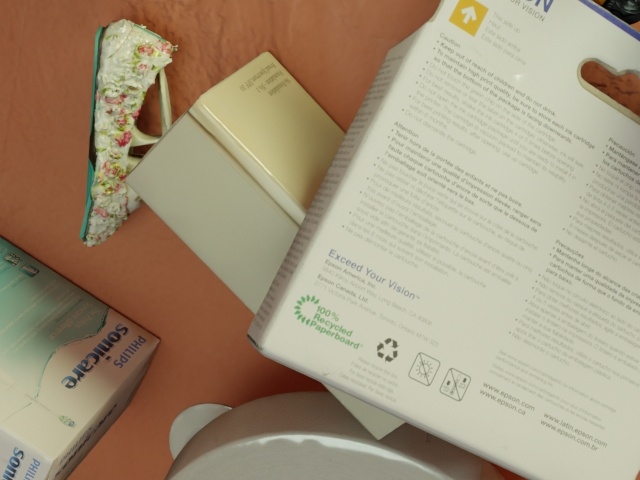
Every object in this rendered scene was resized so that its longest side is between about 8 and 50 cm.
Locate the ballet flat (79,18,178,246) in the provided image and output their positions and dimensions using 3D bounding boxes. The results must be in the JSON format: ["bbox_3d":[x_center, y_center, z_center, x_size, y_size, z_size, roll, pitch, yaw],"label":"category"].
[{"bbox_3d":[-0.182,-0.090,0.901,0.077,0.091,0.241,9,124,-9],"label":"ballet flat"}]

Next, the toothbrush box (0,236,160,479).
[{"bbox_3d":[-0.354,0.120,0.991,0.295,0.216,0.126,31,123,2],"label":"toothbrush box"}]

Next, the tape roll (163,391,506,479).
[{"bbox_3d":[0.017,0.323,0.925,0.392,0.072,0.392,5,117,11],"label":"tape roll"}]

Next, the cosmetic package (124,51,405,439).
[{"bbox_3d":[0.000,0.000,0.829,0.309,0.160,0.113,45,121,-6],"label":"cosmetic package"}]

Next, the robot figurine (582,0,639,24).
[{"bbox_3d":[0.199,-0.272,0.619,0.211,0.085,0.291,30,144,0],"label":"robot figurine"}]

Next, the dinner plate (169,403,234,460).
[{"bbox_3d":[-0.111,0.248,1.080,0.141,0.017,0.141,8,117,15],"label":"dinner plate"}]

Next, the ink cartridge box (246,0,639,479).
[{"bbox_3d":[0.160,-0.001,0.717,0.324,0.071,0.330,28,88,-17],"label":"ink cartridge box"}]
